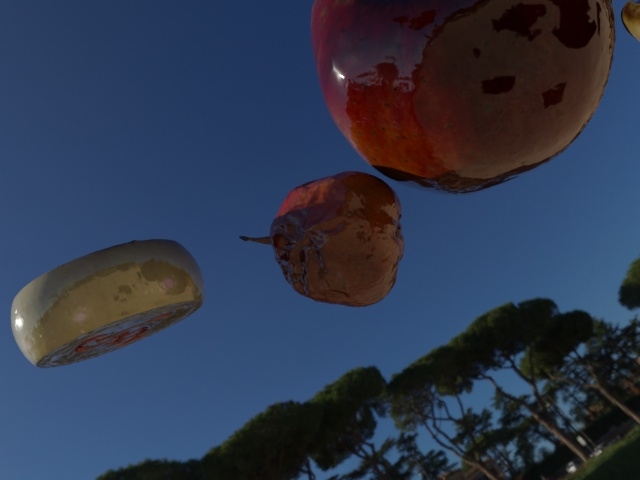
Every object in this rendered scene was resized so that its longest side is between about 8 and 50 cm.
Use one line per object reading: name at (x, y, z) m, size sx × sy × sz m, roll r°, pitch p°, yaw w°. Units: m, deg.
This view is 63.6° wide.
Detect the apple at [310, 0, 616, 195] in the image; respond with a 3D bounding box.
apple at (0.170, -0.203, 0.667) m, size 0.295 × 0.329 × 0.365 m, roll -44°, pitch -25°, yaw -1°

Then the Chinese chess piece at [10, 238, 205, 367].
Chinese chess piece at (-0.304, 0.094, 0.767) m, size 0.273 × 0.102 × 0.273 m, roll -25°, pitch -9°, yaw -4°

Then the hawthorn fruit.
hawthorn fruit at (0.000, 0.000, 0.758) m, size 0.243 × 0.207 × 0.207 m, roll -2°, pitch -37°, yaw 9°

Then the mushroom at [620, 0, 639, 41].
mushroom at (0.323, -0.346, 0.370) m, size 0.154 × 0.138 × 0.407 m, roll -29°, pitch -57°, yaw -59°
